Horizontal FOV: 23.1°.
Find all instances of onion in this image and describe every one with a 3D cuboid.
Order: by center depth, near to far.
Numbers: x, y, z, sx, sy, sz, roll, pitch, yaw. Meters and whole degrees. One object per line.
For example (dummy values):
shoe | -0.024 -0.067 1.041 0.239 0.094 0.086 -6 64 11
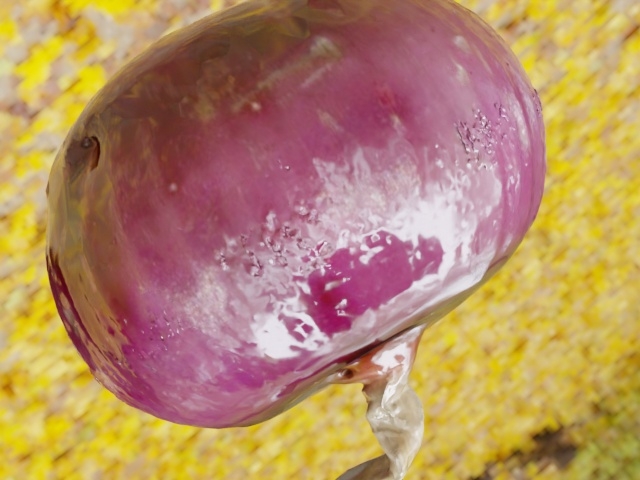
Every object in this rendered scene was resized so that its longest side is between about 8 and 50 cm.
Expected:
onion | -0.005 -0.009 0.530 0.177 0.153 0.177 -52 166 -19
